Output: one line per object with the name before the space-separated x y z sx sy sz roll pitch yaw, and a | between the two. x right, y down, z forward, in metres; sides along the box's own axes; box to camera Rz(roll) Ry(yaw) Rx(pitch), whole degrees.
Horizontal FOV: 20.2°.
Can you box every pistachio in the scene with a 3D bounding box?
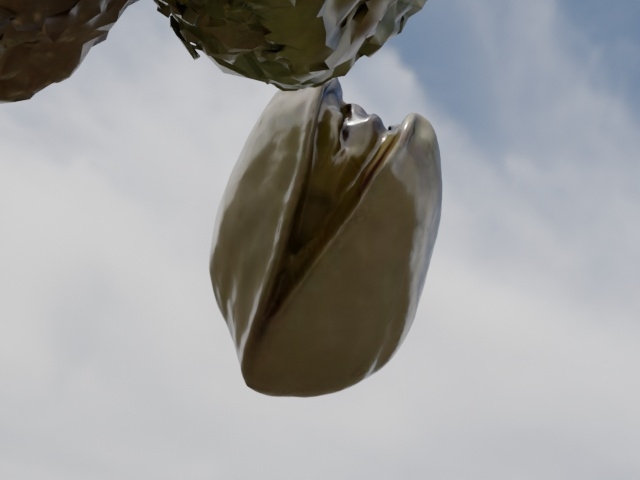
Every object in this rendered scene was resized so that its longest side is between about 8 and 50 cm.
pistachio | 0.000 0.000 1.022 0.129 0.131 0.206 21 -48 7

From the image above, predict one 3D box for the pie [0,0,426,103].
pie | 0.026 -0.248 0.415 0.180 0.395 0.418 29 -38 8
